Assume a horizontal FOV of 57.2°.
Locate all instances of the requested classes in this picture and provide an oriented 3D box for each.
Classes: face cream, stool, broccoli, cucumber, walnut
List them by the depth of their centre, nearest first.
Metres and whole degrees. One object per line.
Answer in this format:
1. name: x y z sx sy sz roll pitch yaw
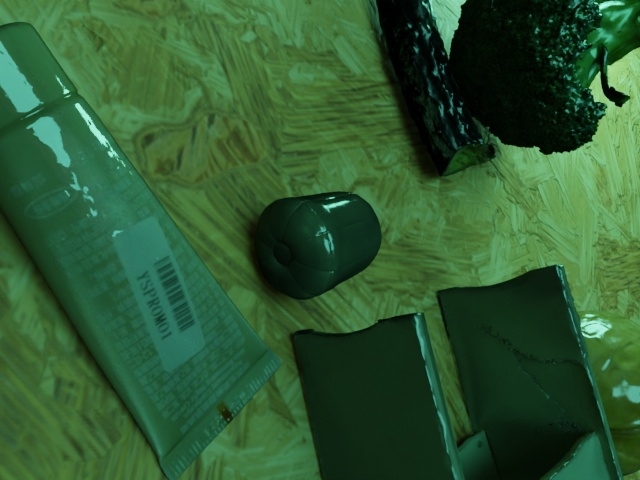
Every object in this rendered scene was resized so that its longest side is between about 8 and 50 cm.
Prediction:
1. face cream: -0.153 0.013 0.445 0.137 0.084 0.341 -44 115 -36
2. stool: 0.000 0.000 0.558 0.110 0.096 0.096 -18 90 -47
3. stool: 0.139 0.184 0.569 0.244 0.170 0.269 -9 83 -41
4. walnut: 0.333 0.183 0.720 0.222 0.195 0.195 -5 81 -42
5. cucumber: 0.127 -0.229 0.736 0.072 0.081 0.303 4 64 -84
6. broccoli: 0.308 -0.254 0.743 0.297 0.297 0.297 -15 90 -76
